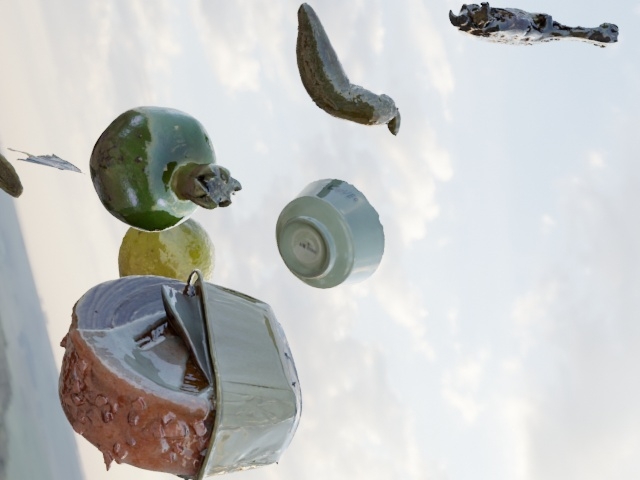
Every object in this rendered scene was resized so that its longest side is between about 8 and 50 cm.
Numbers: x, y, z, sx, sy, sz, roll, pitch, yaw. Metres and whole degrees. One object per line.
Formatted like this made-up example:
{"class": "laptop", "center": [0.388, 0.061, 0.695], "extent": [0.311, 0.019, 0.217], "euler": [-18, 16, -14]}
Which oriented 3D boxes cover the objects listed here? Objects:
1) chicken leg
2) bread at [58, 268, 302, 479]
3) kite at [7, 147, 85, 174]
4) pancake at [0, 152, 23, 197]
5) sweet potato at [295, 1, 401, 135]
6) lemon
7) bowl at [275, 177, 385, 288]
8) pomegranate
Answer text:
{"class": "chicken leg", "center": [0.283, -0.288, 1.451], "extent": [0.106, 0.253, 0.051], "euler": [-157, -110, -66]}
{"class": "bread", "center": [-0.132, 0.115, 0.995], "extent": [0.224, 0.212, 0.142], "euler": [-111, -142, -55]}
{"class": "kite", "center": [-0.521, -0.151, 2.051], "extent": [0.190, 0.159, 0.010], "euler": [-39, 149, -80]}
{"class": "pancake", "center": [-0.595, -0.126, 2.016], "extent": [0.115, 0.011, 0.115], "euler": [32, -36, 27]}
{"class": "sweet potato", "center": [0.031, -0.304, 2.062], "extent": [0.310, 0.124, 0.098], "euler": [49, 26, -9]}
{"class": "lemon", "center": [-0.303, 0.041, 2.124], "extent": [0.192, 0.192, 0.231], "euler": [-126, -143, -54]}
{"class": "bowl", "center": [0.000, 0.000, 1.967], "extent": [0.211, 0.112, 0.211], "euler": [13, -66, 31]}
{"class": "pomegranate", "center": [-0.132, -0.058, 0.934], "extent": [0.142, 0.114, 0.114], "euler": [20, -52, 39]}
